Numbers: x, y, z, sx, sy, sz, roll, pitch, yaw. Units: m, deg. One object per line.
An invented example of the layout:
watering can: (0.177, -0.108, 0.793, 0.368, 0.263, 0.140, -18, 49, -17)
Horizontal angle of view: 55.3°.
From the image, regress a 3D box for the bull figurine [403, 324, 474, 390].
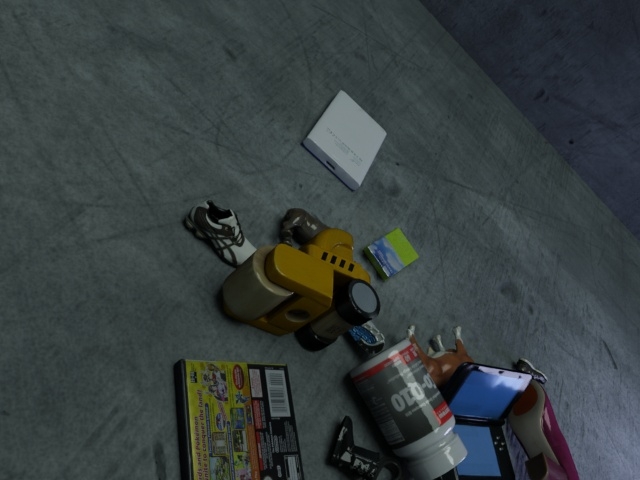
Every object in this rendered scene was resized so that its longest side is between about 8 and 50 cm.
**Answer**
bull figurine: (0.326, 0.323, 1.591, 0.310, 0.101, 0.189, 11, 51, -40)

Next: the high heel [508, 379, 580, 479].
high heel: (0.616, 0.553, 1.658, 0.181, 0.127, 0.377, 43, 33, -15)

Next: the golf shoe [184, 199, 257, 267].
golf shoe: (-0.203, -0.013, 1.356, 0.198, 0.094, 0.077, 36, 42, -20)

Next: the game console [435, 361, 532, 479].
game console: (0.414, 0.462, 1.513, 0.293, 0.173, 0.250, 16, 51, -34)

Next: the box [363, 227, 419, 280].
box: (0.196, 0.040, 1.720, 0.178, 0.042, 0.109, -28, 81, -49)

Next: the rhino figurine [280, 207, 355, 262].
rhino figurine: (0.000, 0.000, 1.549, 0.243, 0.073, 0.106, 30, 48, -25)

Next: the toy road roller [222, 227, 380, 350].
toy road roller: (-0.038, 0.077, 1.356, 0.329, 0.202, 0.241, 24, 46, -29)

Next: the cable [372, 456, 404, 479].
cable: (0.081, 0.545, 1.259, 0.139, 0.072, 0.287, 34, 28, 6)

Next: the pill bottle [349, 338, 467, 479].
pill bottle: (0.202, 0.383, 1.381, 0.161, 0.161, 0.283, -18, 74, -48)

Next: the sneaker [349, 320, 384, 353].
sneaker: (0.083, 0.199, 1.497, 0.191, 0.071, 0.083, 50, 4, 11)

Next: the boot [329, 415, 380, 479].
boot: (0.078, 0.442, 1.292, 0.099, 0.045, 0.121, 22, 46, 0)

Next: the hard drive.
hard drive: (0.081, -0.314, 1.876, 0.210, 0.040, 0.319, 41, 42, -12)

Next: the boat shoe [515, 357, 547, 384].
boat shoe: (0.643, 0.407, 1.865, 0.133, 0.049, 0.042, 37, 70, -26)

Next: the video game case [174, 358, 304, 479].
video game case: (-0.152, 0.367, 1.169, 0.248, 0.035, 0.275, 12, 55, -37)
